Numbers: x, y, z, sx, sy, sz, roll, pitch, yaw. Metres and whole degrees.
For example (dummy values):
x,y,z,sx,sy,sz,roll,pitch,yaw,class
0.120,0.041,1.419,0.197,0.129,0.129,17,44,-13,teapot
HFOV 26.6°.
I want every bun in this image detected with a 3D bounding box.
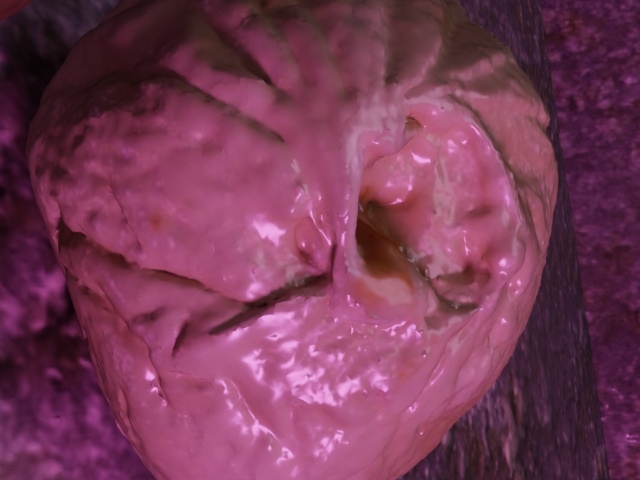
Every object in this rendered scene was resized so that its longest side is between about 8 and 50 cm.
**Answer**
x,y,z,sx,sy,sz,roll,pitch,yaw,class
0.000,0.000,0.820,0.349,0.227,0.352,35,83,-30,bun

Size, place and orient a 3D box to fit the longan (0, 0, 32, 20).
x,y,z,sx,sy,sz,roll,pitch,yaw,class
-0.194,-0.191,0.591,0.246,0.215,0.246,-49,161,-23,longan
